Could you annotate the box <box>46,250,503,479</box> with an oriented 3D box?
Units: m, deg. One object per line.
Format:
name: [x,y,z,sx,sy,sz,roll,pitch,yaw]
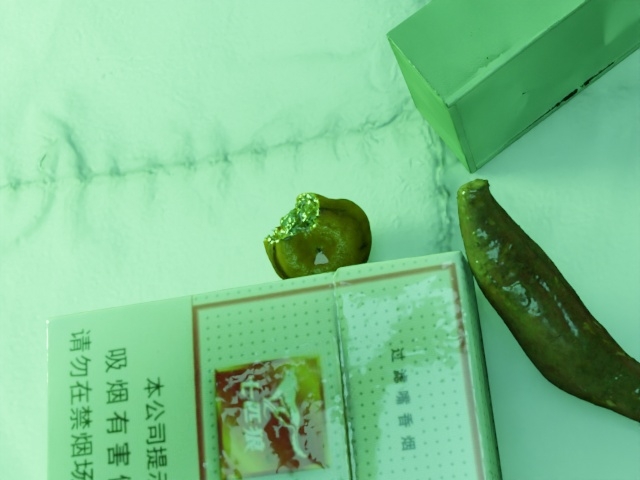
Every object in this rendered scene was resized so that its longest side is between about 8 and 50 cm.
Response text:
box: [-0.036,0.141,0.869,0.330,0.095,0.210,-9,69,10]

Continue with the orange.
orange: [0.000,0.000,0.925,0.086,0.062,0.086,0,110,1]

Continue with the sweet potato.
sweet potato: [0.180,0.063,0.835,0.255,0.058,0.078,43,98,2]

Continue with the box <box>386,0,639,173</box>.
box: [0.173,-0.172,0.902,0.225,0.129,0.086,-36,65,0]
